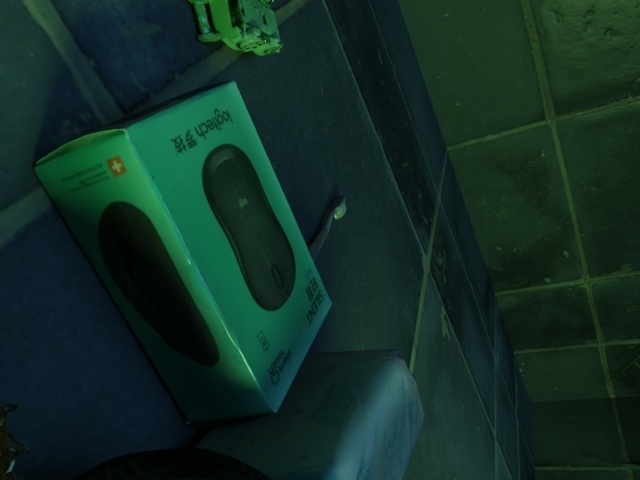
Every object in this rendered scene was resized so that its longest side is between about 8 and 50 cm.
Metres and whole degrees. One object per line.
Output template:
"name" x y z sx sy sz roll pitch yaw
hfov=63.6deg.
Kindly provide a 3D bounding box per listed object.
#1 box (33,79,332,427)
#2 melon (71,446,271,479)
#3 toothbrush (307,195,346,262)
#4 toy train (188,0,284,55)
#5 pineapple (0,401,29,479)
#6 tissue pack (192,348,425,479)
"box" -0.114 0.009 0.550 0.312 0.118 0.205 68 29 -19
"melon" -0.105 0.289 0.308 0.237 0.237 0.302 25 69 -58
"toothbrush" 0.000 0.000 0.889 0.307 0.025 0.030 -60 140 -55
"toy train" -0.114 -0.318 0.751 0.149 0.081 0.099 -25 101 -69
"pineapple" -0.222 0.124 0.257 0.176 0.136 0.162 39 45 -51
"tissue pack" -0.017 0.228 0.554 0.271 0.201 0.125 -33 113 -63
